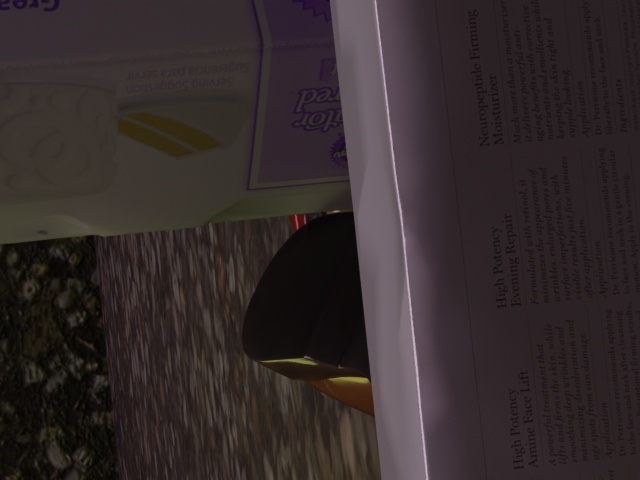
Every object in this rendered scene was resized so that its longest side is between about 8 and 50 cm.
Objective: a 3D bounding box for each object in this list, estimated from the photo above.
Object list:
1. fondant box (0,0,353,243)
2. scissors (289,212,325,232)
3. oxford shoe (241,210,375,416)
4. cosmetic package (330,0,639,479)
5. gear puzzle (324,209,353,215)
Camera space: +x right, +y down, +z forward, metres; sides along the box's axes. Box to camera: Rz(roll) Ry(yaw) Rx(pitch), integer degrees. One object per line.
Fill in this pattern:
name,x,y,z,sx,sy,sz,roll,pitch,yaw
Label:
fondant box,-0.083,-0.158,0.684,0.096,0.238,0.330,100,160,-54
scissors,0.000,0.000,0.950,0.109,0.021,0.297,100,159,-50
oxford shoe,0.053,0.032,0.567,0.076,0.076,0.212,-62,23,-8
cosmetic package,0.057,-0.005,0.404,0.060,0.098,0.239,178,86,-79
gear puzzle,-0.007,-0.112,0.832,0.175,0.044,0.339,97,163,-53
